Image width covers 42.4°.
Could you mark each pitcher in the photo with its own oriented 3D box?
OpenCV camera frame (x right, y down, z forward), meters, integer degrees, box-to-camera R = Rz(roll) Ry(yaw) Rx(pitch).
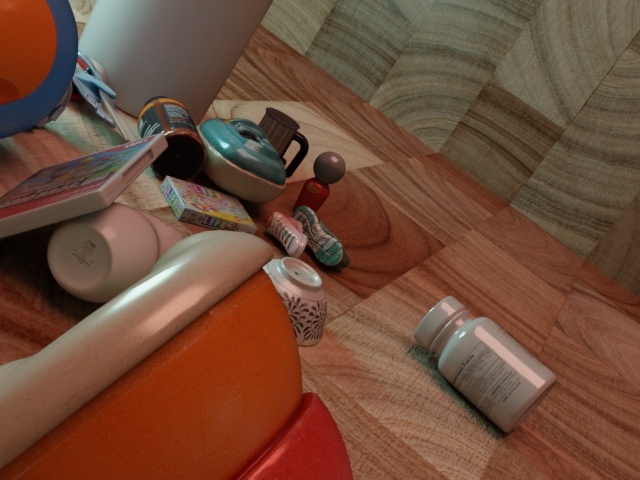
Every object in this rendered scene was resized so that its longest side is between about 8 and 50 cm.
[{"bbox_3d":[-0.285,-0.004,1.065,0.178,0.125,0.207,33,10,5],"label":"pitcher"}]

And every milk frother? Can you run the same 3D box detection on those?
[{"bbox_3d":[-0.102,-0.217,1.814,0.129,0.134,0.143,24,22,-27],"label":"milk frother"}]

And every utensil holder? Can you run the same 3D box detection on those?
[{"bbox_3d":[-0.302,-0.471,1.729,0.328,0.385,0.327,29,21,-12],"label":"utensil holder"}]

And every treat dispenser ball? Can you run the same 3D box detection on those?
[{"bbox_3d":[-0.487,-0.283,1.147,0.288,0.288,0.288,29,20,-12],"label":"treat dispenser ball"}]

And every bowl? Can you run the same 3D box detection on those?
[{"bbox_3d":[-0.049,0.079,1.289,0.170,0.080,0.170,29,21,-12],"label":"bowl"}]

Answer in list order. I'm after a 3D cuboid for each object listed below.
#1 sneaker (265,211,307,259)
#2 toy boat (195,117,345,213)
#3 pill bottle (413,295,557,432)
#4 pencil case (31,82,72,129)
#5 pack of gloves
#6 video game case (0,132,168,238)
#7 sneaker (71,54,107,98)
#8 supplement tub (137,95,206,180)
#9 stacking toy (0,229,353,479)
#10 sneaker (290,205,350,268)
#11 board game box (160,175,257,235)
[{"bbox_3d":[-0.067,-0.011,1.516,0.070,0.051,0.134,25,18,-17],"label":"sneaker"},{"bbox_3d":[-0.101,-0.158,1.641,0.318,0.148,0.267,23,15,-32],"label":"toy boat"},{"bbox_3d":[0.277,0.207,1.417,0.229,0.131,0.131,42,22,23],"label":"pill bottle"},{"bbox_3d":[-0.540,-0.302,1.372,0.273,0.113,0.124,39,8,13],"label":"pencil case"},{"bbox_3d":[-0.391,-0.281,1.463,0.232,0.046,0.195,57,5,14],"label":"pack of gloves"},{"bbox_3d":[-0.329,-0.071,1.080,0.285,0.204,0.025,-78,152,-69],"label":"video game case"},{"bbox_3d":[-0.513,-0.344,1.553,0.221,0.087,0.128,27,19,-15],"label":"sneaker"},{"bbox_3d":[-0.282,-0.199,1.537,0.106,0.106,0.198,20,24,-33],"label":"supplement tub"},{"bbox_3d":[-0.060,0.265,0.641,0.480,0.350,0.350,53,20,-2],"label":"stacking toy"},{"bbox_3d":[0.000,0.000,1.601,0.076,0.065,0.166,35,15,-53],"label":"sneaker"},{"bbox_3d":[-0.197,-0.058,1.456,0.154,0.026,0.103,16,26,-40],"label":"board game box"}]
